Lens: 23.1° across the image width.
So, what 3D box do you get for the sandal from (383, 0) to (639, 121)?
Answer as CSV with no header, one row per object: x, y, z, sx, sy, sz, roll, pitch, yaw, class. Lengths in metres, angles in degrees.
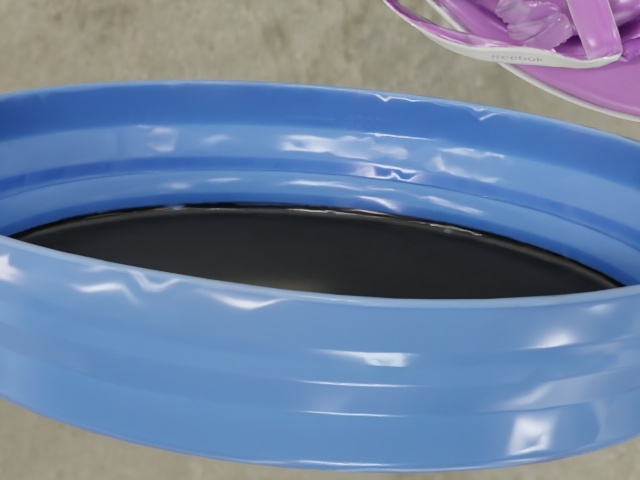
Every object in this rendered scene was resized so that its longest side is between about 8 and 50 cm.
0.106,-0.178,1.008,0.416,0.102,0.169,32,142,-15,sandal

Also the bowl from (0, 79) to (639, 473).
0.000,0.000,0.715,0.391,0.391,0.077,4,106,-2,bowl
